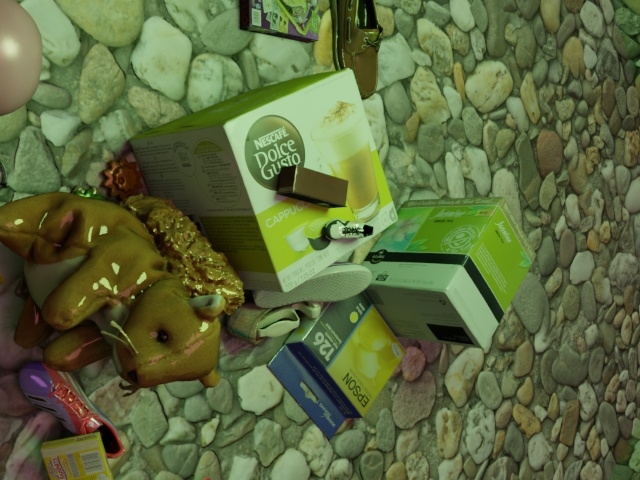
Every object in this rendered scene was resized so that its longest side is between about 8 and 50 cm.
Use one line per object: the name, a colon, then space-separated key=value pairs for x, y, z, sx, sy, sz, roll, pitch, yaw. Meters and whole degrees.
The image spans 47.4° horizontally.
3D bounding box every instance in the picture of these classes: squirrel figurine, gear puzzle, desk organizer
squirrel figurine: x=-0.282 y=0.079 z=1.225 sx=0.397 sy=0.371 sz=0.280 roll=-30 pitch=136 yaw=-49
gear puzzle: x=-0.425 y=-0.006 z=1.401 sx=0.175 sy=0.044 sz=0.338 roll=38 pitch=67 yaw=-36
desk organizer: x=-0.011 y=-0.096 z=1.312 sx=0.130 sy=0.047 sz=0.050 roll=13 pitch=81 yaw=-40

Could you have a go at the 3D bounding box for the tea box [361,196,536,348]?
tea box: x=0.312 y=0.074 z=1.871 sx=0.323 sy=0.329 sz=0.220 roll=-53 pitch=123 yaw=-29

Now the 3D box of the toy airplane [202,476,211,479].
toy airplane: x=-0.281 y=0.572 z=1.555 sx=0.151 sy=0.028 sz=0.151 roll=-5 pitch=100 yaw=-31

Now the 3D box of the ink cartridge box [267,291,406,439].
ink cartridge box: x=0.053 y=0.293 z=1.823 sx=0.307 sy=0.072 sz=0.303 roll=-53 pitch=123 yaw=-29

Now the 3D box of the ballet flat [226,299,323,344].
ballet flat: x=-0.067 y=0.160 z=1.679 sx=0.316 sy=0.106 sz=0.107 roll=-26 pitch=130 yaw=-36

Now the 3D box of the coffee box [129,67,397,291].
coffee box: x=-0.113 y=-0.124 z=1.479 sx=0.338 sy=0.338 sz=0.334 roll=-32 pitch=112 yaw=-37

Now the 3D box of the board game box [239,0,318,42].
board game box: x=-0.093 y=-0.645 z=1.679 sx=0.208 sy=0.056 sz=0.346 roll=-1 pitch=92 yaw=-38

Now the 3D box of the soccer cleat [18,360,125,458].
soccer cleat: x=-0.454 y=0.314 z=1.350 sx=0.083 sy=0.095 sz=0.248 roll=-49 pitch=121 yaw=-30

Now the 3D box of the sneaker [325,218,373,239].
sneaker: x=0.055 y=-0.021 z=1.376 sx=0.109 sy=0.044 sz=0.040 roll=-7 pitch=99 yaw=-40

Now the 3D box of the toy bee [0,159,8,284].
toy bee: x=-0.596 y=-0.012 z=1.172 sx=0.195 sy=0.162 sz=0.298 roll=12 pitch=83 yaw=-40

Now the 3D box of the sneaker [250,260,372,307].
sneaker: x=-0.030 y=0.056 z=1.657 sx=0.282 sy=0.161 sz=0.102 roll=-3 pitch=132 yaw=-20

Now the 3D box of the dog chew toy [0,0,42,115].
dog chew toy: x=-0.615 y=-0.304 z=1.130 sx=0.332 sy=0.207 sz=0.206 roll=3 pitch=89 yaw=-33

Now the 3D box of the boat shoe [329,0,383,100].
boat shoe: x=0.097 y=-0.503 z=1.811 sx=0.111 sy=0.104 sz=0.307 roll=-24 pitch=107 yaw=-39

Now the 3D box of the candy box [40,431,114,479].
candy box: x=-0.438 y=0.451 z=1.353 sx=0.105 sy=0.027 sz=0.205 roll=-9 pitch=115 yaw=-4
